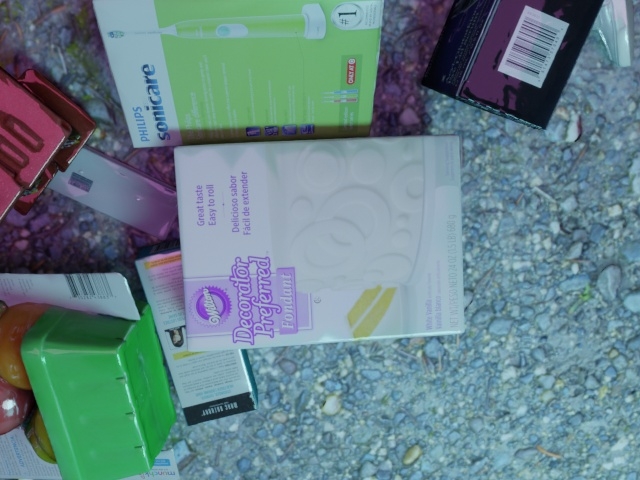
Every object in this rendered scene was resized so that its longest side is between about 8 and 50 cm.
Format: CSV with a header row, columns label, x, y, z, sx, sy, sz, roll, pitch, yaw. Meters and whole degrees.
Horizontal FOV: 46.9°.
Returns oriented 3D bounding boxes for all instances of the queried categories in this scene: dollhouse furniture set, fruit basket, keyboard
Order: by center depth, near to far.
label,x,y,z,sx,sy,sz,roll,pitch,yaw
dollhouse furniture set,-0.441,-0.186,0.798,0.374,0.201,0.152,41,92,-12
keyboard,-0.303,-0.084,0.947,0.256,0.014,0.072,26,107,-10
fruit basket,-0.372,0.178,0.952,0.353,0.165,0.327,0,116,16

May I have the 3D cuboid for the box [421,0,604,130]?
label,x,y,z,sx,sy,sz,roll,pitch,yaw
box,0.207,-0.222,0.840,0.108,0.207,0.153,19,102,-9

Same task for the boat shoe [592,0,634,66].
label,x,y,z,sx,sy,sz,roll,pitch,yaw
boat shoe,0.342,-0.296,0.905,0.063,0.066,0.184,-5,131,34

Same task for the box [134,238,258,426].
label,x,y,z,sx,sy,sz,roll,pitch,yaw
box,-0.160,0.119,0.985,0.100,0.060,0.244,-14,106,0

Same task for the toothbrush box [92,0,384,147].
label,x,y,z,sx,sy,sz,roll,pitch,yaw
toothbrush box,-0.083,-0.220,0.817,0.283,0.122,0.206,-4,144,-3

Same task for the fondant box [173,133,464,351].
label,x,y,z,sx,sy,sz,roll,pitch,yaw
fondant box,0.000,0.000,0.890,0.330,0.096,0.238,-3,95,-4
